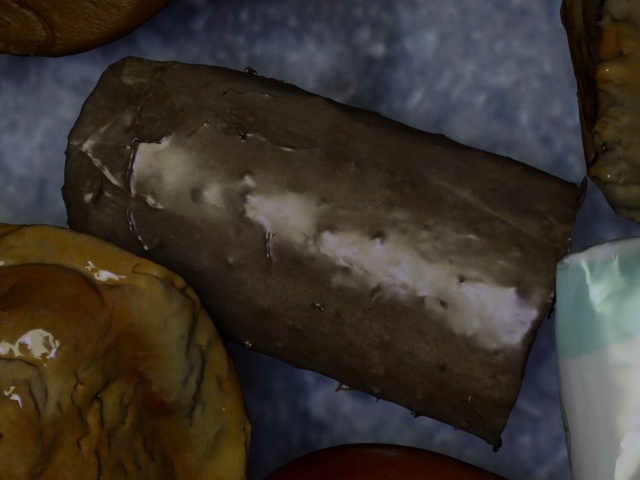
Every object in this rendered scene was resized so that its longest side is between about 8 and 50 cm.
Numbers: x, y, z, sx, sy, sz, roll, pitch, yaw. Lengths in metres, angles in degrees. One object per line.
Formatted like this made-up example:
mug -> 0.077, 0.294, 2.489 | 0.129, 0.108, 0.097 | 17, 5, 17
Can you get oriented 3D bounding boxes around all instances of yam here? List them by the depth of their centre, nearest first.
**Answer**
yam -> 0.000, -0.001, 0.915 | 0.238, 0.129, 0.128 | 18, 137, 10

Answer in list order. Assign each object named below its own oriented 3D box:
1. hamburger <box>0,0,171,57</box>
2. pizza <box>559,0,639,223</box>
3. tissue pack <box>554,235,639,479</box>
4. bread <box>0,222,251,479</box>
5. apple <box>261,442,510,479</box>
hamburger -> -0.152, -0.185, 0.899 | 0.262, 0.243, 0.138 | -12, 62, 33
pizza -> 0.143, -0.209, 0.738 | 0.130, 0.406, 0.440 | -9, 96, 2
tissue pack -> 0.217, 0.163, 0.794 | 0.194, 0.266, 0.356 | -11, 87, 12
bread -> -0.207, 0.082, 0.919 | 0.344, 0.149, 0.195 | 0, 122, 29
apple -> 0.042, 0.172, 0.900 | 0.158, 0.147, 0.156 | -9, 67, 12
